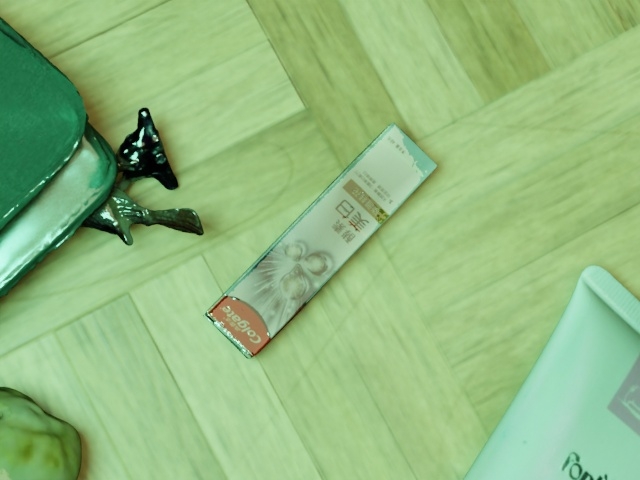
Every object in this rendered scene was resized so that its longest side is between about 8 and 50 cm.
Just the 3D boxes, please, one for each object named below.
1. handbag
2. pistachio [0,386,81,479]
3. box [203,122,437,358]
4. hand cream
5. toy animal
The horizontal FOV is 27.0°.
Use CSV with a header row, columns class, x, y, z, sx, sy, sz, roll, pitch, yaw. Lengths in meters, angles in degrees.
class,x,y,z,sx,sy,sz,roll,pitch,yaw
handbag,-0.334,-0.032,0.991,0.238,0.089,0.326,41,81,20
pistachio,-0.271,0.195,0.978,0.206,0.131,0.129,-41,42,-5
box,0.000,0.000,1.066,0.055,0.039,0.218,43,81,0
hand cream,0.180,0.206,1.024,0.185,0.118,0.359,40,74,1
toy animal,-0.191,-0.041,1.041,0.202,0.070,0.105,-2,61,1
